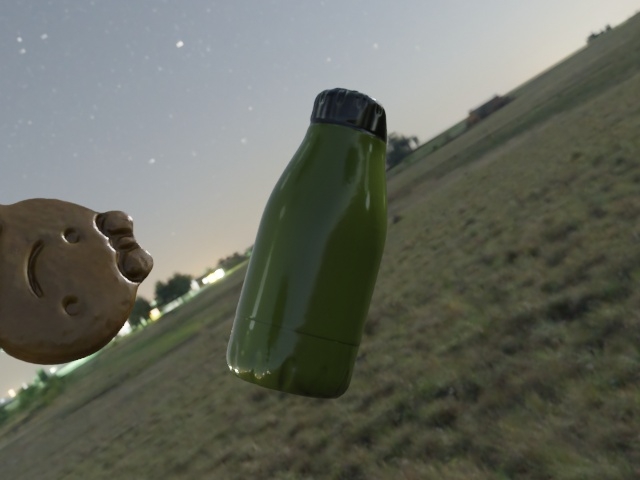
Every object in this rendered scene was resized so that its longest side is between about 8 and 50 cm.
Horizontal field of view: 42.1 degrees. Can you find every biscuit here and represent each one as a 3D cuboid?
[{"bbox_3d":[-0.192,0.022,0.476,0.027,0.184,0.133,130,150,-52],"label":"biscuit"}]

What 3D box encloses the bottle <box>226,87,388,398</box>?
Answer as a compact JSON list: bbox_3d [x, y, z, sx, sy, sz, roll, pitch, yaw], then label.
[{"bbox_3d":[0.000,0.000,0.722,0.112,0.112,0.260,159,126,-82],"label":"bottle"}]
